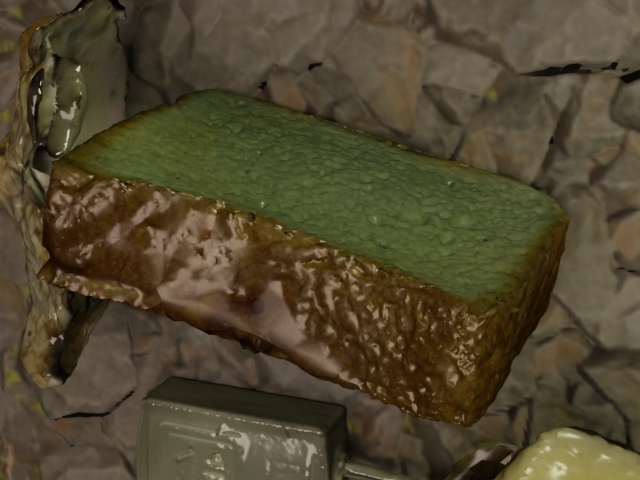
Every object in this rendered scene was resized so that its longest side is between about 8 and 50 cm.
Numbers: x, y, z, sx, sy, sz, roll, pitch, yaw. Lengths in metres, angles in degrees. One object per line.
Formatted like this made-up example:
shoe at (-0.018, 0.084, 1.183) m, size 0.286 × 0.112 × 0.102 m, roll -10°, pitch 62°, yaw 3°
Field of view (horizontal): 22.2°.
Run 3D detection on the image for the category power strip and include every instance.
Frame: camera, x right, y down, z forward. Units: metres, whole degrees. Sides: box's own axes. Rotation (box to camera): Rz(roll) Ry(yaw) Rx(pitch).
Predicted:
power strip at (-0.022, 0.123, 0.882) m, size 0.175 × 0.042 × 0.075 m, roll 7°, pitch 107°, yaw 18°

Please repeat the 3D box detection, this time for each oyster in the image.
oyster at (-0.137, -0.023, 0.818) m, size 0.081 × 0.163 × 0.191 m, roll 0°, pitch 81°, yaw 3°

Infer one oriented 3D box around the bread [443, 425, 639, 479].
bread at (0.100, 0.280, 0.838) m, size 0.346 × 0.242 × 0.405 m, roll 32°, pitch 149°, yaw -19°

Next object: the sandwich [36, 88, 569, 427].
sandwich at (0.000, 0.000, 0.761) m, size 0.215 × 0.186 × 0.065 m, roll 20°, pitch 114°, yaw 16°
